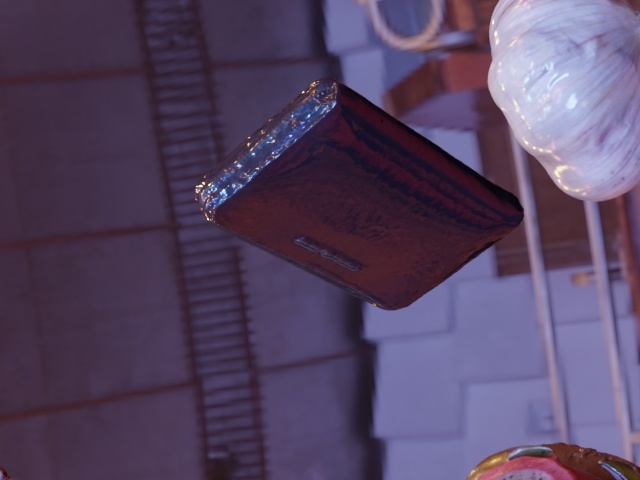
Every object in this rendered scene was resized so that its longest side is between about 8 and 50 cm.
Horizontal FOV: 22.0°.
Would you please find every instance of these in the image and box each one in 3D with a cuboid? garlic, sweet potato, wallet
[{"bbox_3d":[0.260,-0.150,1.336,0.199,0.226,0.199,43,-153,-29],"label":"garlic"},{"bbox_3d":[0.356,0.308,1.959,0.109,0.385,0.109,7,-90,-68],"label":"sweet potato"},{"bbox_3d":[0.033,-0.022,1.197,0.250,0.149,0.044,30,-149,-47],"label":"wallet"}]

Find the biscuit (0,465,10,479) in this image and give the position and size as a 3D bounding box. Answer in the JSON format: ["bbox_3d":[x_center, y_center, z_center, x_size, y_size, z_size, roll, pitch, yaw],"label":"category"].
[{"bbox_3d":[-0.331,0.247,1.521,0.062,0.239,0.108,-41,-91,-26],"label":"biscuit"}]

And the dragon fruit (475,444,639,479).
[{"bbox_3d":[0.241,0.346,1.782,0.290,0.291,0.189,-59,-42,-44],"label":"dragon fruit"}]
